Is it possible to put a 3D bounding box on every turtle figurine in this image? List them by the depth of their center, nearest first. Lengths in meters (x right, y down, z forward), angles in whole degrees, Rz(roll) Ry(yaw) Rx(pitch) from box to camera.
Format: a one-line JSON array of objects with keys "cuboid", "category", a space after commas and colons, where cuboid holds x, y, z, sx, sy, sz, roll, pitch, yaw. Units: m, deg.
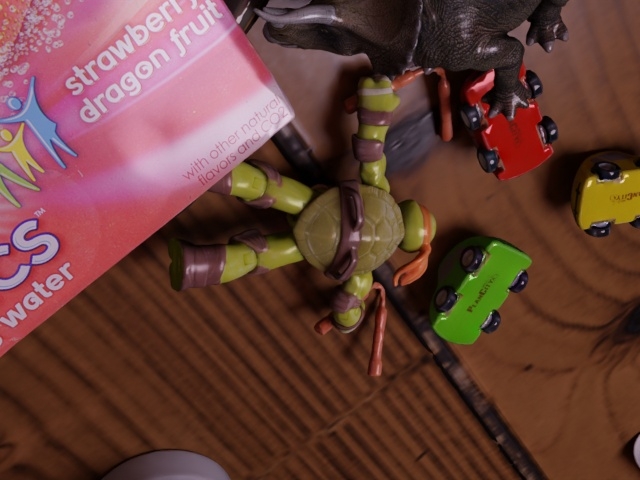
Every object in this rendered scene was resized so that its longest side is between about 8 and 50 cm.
[{"cuboid": [0.000, 0.000, 0.698, 0.218, 0.087, 0.269, 0, 117, -20], "category": "turtle figurine"}]

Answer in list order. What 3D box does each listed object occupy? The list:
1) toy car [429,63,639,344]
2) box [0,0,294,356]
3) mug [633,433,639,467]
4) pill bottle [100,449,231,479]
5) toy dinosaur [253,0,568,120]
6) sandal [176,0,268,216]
[{"cuboid": [0.157, -0.017, 0.765, 0.239, 0.053, 0.225, 24, 108, -28], "category": "toy car"}, {"cuboid": [-0.184, -0.031, 0.356, 0.300, 0.142, 0.154, -39, 127, -7], "category": "box"}, {"cuboid": [0.373, 0.229, 0.974, 0.078, 0.062, 0.064, -31, 131, 7], "category": "mug"}, {"cuboid": [-0.098, 0.302, 0.713, 0.161, 0.283, 0.161, -9, 120, -15], "category": "pill bottle"}, {"cuboid": [0.120, -0.181, 0.599, 0.314, 0.121, 0.160, -38, 157, -2], "category": "toy dinosaur"}, {"cuboid": [-0.090, -0.118, 0.594, 0.060, 0.090, 0.219, -8, 128, -63], "category": "sandal"}]
